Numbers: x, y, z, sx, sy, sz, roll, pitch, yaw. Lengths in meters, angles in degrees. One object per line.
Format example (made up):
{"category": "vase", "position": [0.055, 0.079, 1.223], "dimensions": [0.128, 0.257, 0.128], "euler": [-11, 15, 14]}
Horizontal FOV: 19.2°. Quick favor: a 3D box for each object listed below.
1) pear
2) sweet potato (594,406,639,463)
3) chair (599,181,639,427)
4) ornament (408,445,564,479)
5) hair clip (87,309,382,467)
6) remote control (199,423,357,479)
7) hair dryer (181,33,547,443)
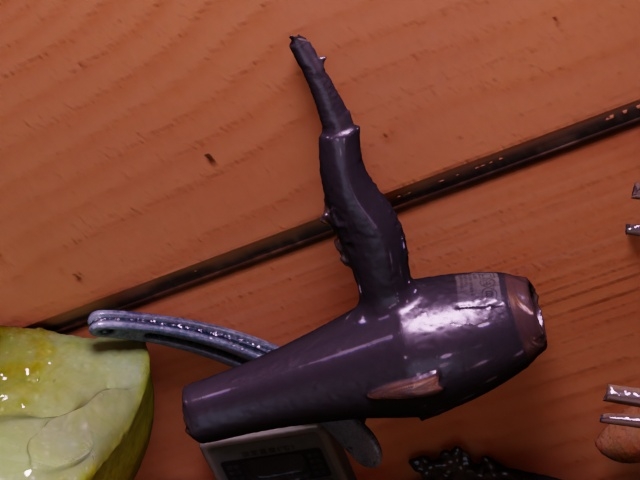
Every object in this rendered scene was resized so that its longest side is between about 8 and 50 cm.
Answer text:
{"category": "pear", "position": [-0.329, 0.223, 1.586], "dimensions": [0.342, 0.318, 0.238], "euler": [8, 129, 2]}
{"category": "sweet potato", "position": [0.316, 0.128, 1.598], "dimensions": [0.050, 0.050, 0.214], "euler": [32, 124, -22]}
{"category": "chair", "position": [0.352, 0.064, 1.394], "dimensions": [0.272, 0.188, 0.166], "euler": [7, 170, 8]}
{"category": "ornament", "position": [0.189, 0.299, 1.746], "dimensions": [0.260, 0.106, 0.251], "euler": [9, 131, 6]}
{"category": "hair clip", "position": [-0.066, 0.109, 1.620], "dimensions": [0.275, 0.083, 0.048], "euler": [22, 147, -4]}
{"category": "remote control", "position": [-0.015, 0.258, 1.762], "dimensions": [0.123, 0.038, 0.285], "euler": [-8, 132, 13]}
{"category": "hair dryer", "position": [0.000, 0.000, 1.486], "dimensions": [0.304, 0.120, 0.359], "euler": [-13, 119, 10]}
